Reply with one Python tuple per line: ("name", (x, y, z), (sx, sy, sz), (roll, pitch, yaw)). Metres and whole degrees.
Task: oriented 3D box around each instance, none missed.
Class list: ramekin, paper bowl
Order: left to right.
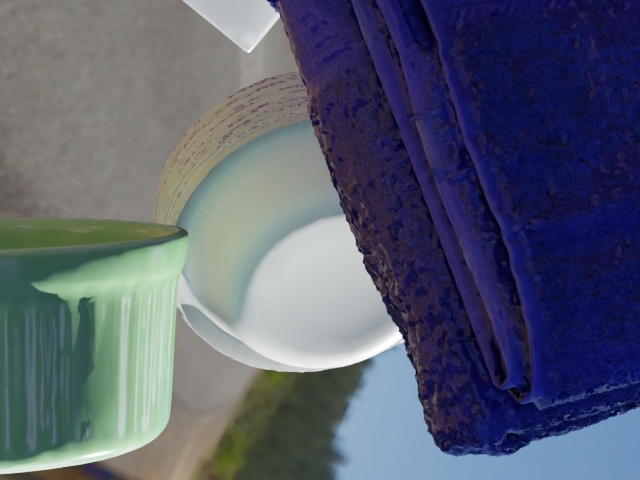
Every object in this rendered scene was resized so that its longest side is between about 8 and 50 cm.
("ramekin", (-0.243, 0.068, 1.263), (0.303, 0.303, 0.148), (-96, -175, -85))
("paper bowl", (0.000, 0.000, 1.611), (0.284, 0.284, 0.148), (-64, -154, 27))

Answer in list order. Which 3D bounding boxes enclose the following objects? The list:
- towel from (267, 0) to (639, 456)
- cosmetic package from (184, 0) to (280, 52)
("towel", (0.099, -0.086, 0.712), (0.076, 0.227, 0.308), (134, -61, -67))
("cosmetic package", (-0.092, -0.375, 2.074), (0.225, 0.138, 0.224), (-50, -145, 8))
